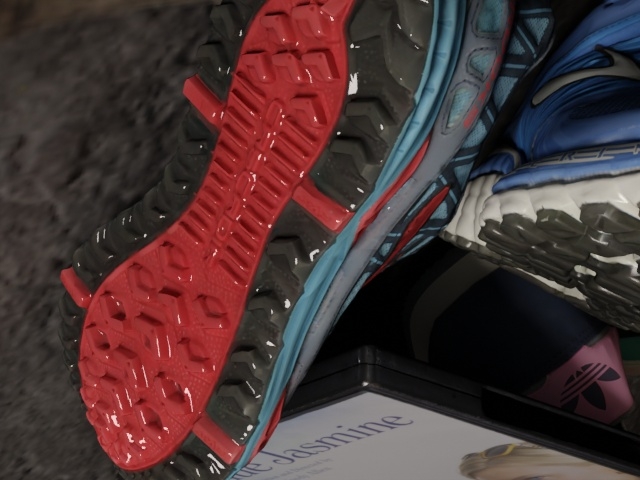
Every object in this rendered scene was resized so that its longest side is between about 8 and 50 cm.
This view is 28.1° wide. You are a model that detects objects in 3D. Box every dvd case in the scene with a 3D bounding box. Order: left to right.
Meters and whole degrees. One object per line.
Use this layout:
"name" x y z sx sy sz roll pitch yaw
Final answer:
"dvd case" 0.053 0.113 0.637 0.253 0.022 0.180 22 148 -36

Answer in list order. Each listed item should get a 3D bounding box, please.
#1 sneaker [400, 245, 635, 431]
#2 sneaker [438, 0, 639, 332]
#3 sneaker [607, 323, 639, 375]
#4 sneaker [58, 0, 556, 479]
"sneaker" 0.129 0.106 0.776 0.112 0.131 0.319 -37 155 -2
"sneaker" 0.130 -0.043 0.459 0.147 0.130 0.330 -65 -172 0
"sneaker" 0.290 -0.022 0.788 0.302 0.108 0.121 -34 159 -1
"sneaker" 0.000 0.000 0.469 0.125 0.104 0.262 -11 145 -46
